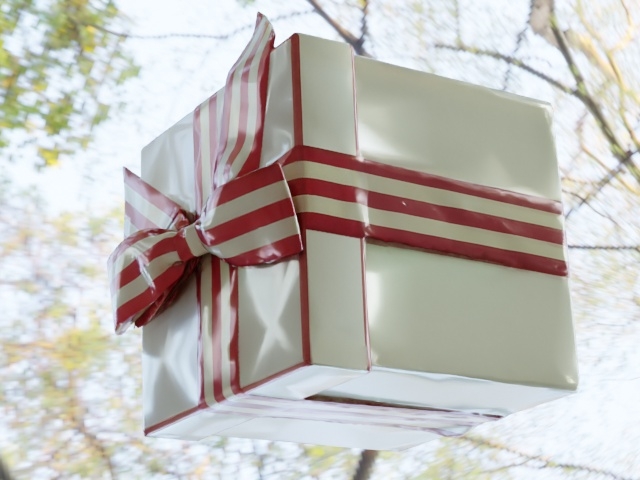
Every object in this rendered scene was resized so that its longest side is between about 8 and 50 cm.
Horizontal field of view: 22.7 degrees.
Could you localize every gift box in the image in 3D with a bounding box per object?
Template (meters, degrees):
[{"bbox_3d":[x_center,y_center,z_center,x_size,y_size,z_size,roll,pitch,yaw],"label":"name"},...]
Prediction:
[{"bbox_3d":[0.000,0.000,1.128,0.255,0.258,0.276,-35,-125,49],"label":"gift box"}]
